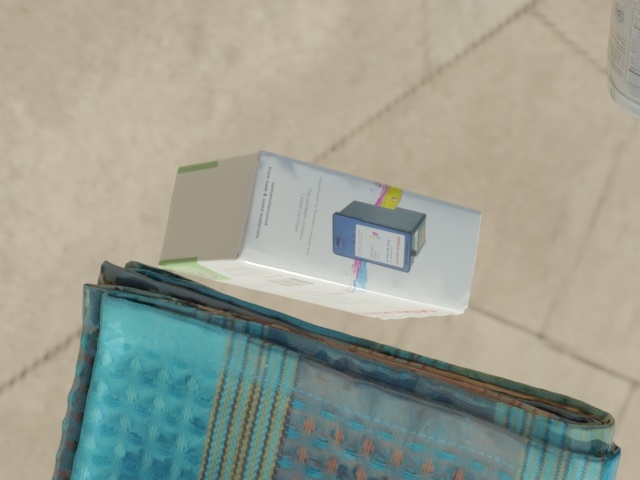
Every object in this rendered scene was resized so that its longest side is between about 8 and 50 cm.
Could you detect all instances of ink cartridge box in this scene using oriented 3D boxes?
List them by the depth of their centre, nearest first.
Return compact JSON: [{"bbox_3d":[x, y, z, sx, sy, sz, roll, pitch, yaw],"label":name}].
[{"bbox_3d":[0.000,0.000,1.599,0.212,0.154,0.093,16,79,-27],"label":"ink cartridge box"}]

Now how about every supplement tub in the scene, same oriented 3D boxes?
[{"bbox_3d":[0.191,-0.124,1.061,0.071,0.071,0.107,-44,149,-32],"label":"supplement tub"}]

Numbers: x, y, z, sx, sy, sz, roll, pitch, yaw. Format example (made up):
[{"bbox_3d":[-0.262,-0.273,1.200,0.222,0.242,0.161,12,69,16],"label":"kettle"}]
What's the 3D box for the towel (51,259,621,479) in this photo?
[{"bbox_3d":[-0.024,0.221,0.955,0.040,0.271,0.370,-20,125,-70],"label":"towel"}]
